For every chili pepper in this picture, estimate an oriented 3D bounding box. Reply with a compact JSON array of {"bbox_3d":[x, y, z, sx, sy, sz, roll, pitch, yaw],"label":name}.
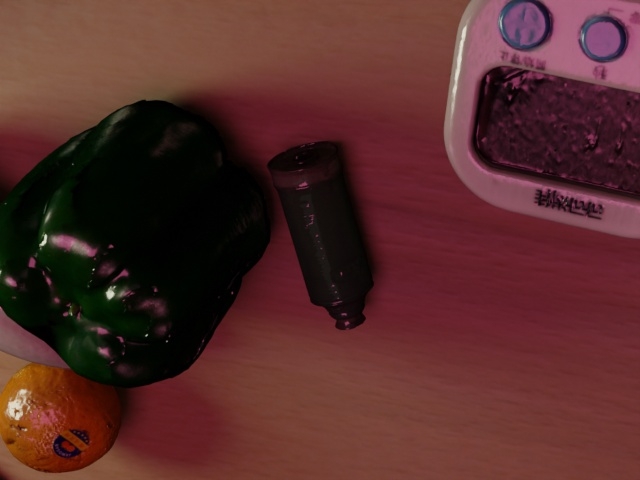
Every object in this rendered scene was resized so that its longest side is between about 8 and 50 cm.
[{"bbox_3d":[-0.192,0.003,1.801,0.249,0.256,0.233,36,126,-1],"label":"chili pepper"}]

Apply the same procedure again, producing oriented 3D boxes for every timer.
[{"bbox_3d":[0.248,-0.131,1.668,0.262,0.087,0.237,14,117,14],"label":"timer"}]

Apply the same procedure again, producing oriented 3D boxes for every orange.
[{"bbox_3d":[-0.288,0.187,1.997,0.136,0.117,0.135,-16,132,-18],"label":"orange"}]

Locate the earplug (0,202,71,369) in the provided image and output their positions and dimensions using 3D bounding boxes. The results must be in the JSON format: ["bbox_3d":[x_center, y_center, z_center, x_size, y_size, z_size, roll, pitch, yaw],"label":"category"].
[{"bbox_3d":[-0.343,0.036,1.932,0.301,0.172,0.172,31,121,-3],"label":"earplug"}]

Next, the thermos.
[{"bbox_3d":[0.002,0.001,1.828,0.083,0.073,0.187,-8,111,22],"label":"thermos"}]
